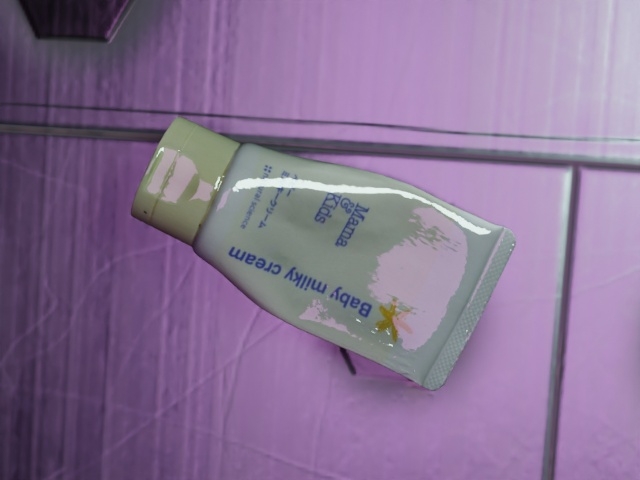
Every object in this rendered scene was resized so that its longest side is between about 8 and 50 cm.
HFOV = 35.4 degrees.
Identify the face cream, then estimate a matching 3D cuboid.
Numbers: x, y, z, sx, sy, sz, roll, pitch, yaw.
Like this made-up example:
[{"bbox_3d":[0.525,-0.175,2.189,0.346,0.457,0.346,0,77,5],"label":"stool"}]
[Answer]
[{"bbox_3d":[0.000,0.000,0.622,0.224,0.070,0.114,26,96,-2],"label":"face cream"}]
